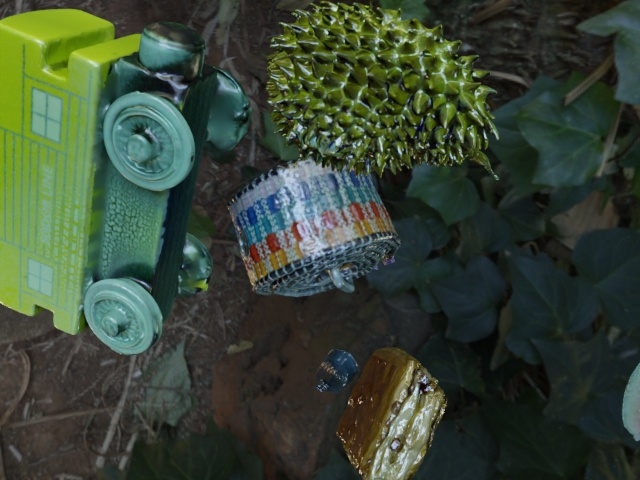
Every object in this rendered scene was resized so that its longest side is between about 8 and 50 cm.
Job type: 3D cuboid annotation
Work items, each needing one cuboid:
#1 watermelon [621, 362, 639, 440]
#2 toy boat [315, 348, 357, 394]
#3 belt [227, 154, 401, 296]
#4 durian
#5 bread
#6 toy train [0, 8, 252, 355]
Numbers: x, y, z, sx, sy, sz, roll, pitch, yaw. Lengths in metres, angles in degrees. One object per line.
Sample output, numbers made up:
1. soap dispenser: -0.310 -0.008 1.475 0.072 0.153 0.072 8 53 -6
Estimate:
1. watermelon: 0.413 0.177 0.705 0.101 0.080 0.155 11 134 -22
2. toy boat: 0.029 0.198 0.915 0.060 0.055 0.141 -45 168 -26
3. belt: 0.000 0.000 0.814 0.206 0.295 0.161 -22 78 3
4. durian: 0.030 -0.106 0.465 0.096 0.220 0.137 -60 152 -26
5. bread: 0.171 0.394 1.319 0.166 0.324 0.278 27 81 -9
6. toy train: -0.260 -0.060 0.704 0.272 0.179 0.442 23 121 5
